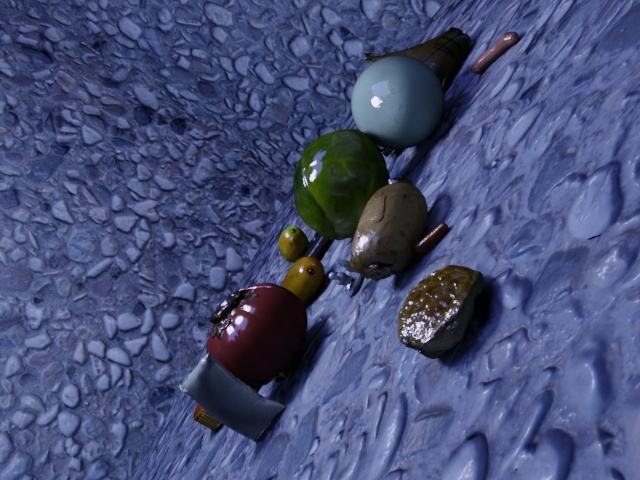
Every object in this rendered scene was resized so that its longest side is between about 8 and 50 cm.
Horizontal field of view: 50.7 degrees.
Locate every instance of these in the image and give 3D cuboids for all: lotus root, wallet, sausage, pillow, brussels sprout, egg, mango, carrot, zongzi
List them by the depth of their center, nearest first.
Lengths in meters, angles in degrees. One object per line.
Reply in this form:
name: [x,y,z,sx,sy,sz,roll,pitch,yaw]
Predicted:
carrot: [0.235,-0.002,1.444,0.093,0.032,0.032,-44,15,28]
lotus root: [0.161,-0.031,1.550,0.160,0.146,0.284,-13,46,38]
pillow: [-0.222,0.398,1.706,0.144,0.254,0.078,-49,10,17]
sausage: [0.482,-0.522,1.870,0.043,0.043,0.186,-62,12,-29]
brussels sprout: [0.057,-0.148,2.000,0.354,0.282,0.289,95,164,-58]
egg: [0.230,-0.413,2.027,0.276,0.276,0.389,-54,14,10]
mango: [-0.062,0.138,2.151,0.253,0.113,0.138,-56,12,47]
zongzi: [0.325,-0.636,2.249,0.260,0.289,0.123,-60,-2,-12]
wallet: [0.000,0.000,2.449,0.377,0.051,0.197,-56,8,-4]
mango: [-0.100,0.027,2.585,0.125,0.111,0.233,-42,-19,-16]

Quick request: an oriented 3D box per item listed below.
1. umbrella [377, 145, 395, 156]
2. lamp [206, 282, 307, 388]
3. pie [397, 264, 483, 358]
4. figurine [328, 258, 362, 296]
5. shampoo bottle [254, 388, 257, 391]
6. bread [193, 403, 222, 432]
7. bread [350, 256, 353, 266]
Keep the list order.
umbrella: [0.236,-0.380,2.369,0.154,0.128,0.336,-35,12,21]
lamp: [-0.170,0.259,1.831,0.303,0.257,0.303,-45,8,8]
pie: [0.203,0.113,1.114,0.163,0.079,0.193,-41,15,39]
figurine: [0.063,0.093,1.777,0.082,0.086,0.094,-58,10,0]
shampoo bottle: [-0.225,0.469,2.069,0.165,0.040,0.080,-54,9,16]
bread: [-0.347,0.531,2.263,0.199,0.104,0.199,-56,9,14]
bread: [0.153,-0.017,1.697,0.102,0.094,0.245,-31,27,55]
